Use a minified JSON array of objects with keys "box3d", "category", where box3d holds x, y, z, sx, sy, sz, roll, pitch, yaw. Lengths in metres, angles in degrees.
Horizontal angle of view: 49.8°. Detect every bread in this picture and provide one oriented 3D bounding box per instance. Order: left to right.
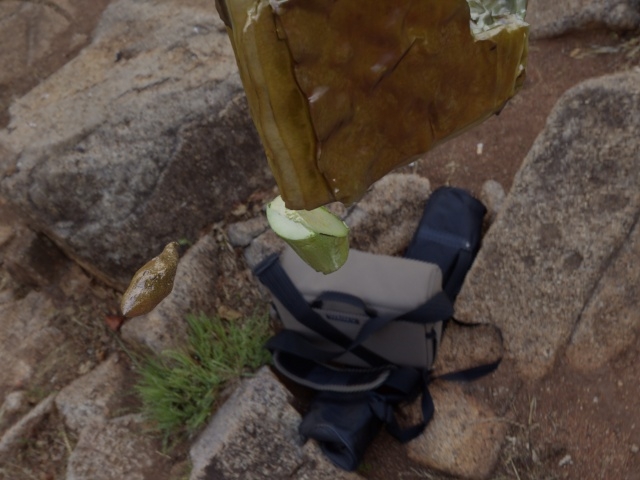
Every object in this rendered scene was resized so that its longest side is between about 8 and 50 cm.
[{"box3d":[0.054,-0.229,0.731,0.370,0.314,0.191,-34,45,-20],"category":"bread"}]

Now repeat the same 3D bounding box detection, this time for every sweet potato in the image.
[{"box3d":[-0.247,0.056,1.039,0.068,0.060,0.206,-45,15,23],"category":"sweet potato"}]

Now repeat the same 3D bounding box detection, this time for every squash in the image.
[{"box3d":[0.001,-0.003,0.897,0.090,0.200,0.075,23,78,22],"category":"squash"}]
